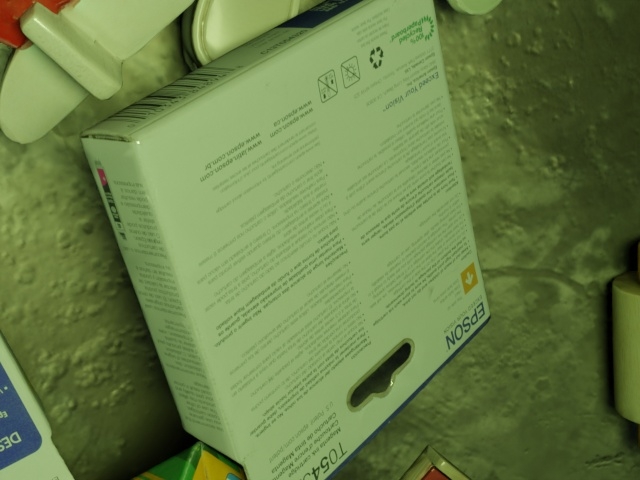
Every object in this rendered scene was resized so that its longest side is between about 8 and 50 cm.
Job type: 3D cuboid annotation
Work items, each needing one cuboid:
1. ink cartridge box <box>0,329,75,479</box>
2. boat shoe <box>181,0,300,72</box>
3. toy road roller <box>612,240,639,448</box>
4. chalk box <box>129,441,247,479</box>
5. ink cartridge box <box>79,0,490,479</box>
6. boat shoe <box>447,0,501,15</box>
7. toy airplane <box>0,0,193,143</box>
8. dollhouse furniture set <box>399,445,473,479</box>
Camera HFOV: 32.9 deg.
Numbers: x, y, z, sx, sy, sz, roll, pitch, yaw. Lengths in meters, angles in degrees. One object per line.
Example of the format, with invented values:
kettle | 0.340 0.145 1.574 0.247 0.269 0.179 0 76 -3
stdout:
ink cartridge box | -0.388 0.146 0.851 0.303 0.072 0.307 -26 108 -11
boat shoe | -0.036 -0.281 0.867 0.112 0.095 0.335 21 89 -22
toy road roller | 0.458 0.087 1.044 0.329 0.240 0.203 1 103 22
chalk box | -0.135 0.317 0.870 0.180 0.289 0.179 38 45 -21
ink cartridge box | 0.000 0.000 0.844 0.324 0.071 0.330 -37 124 -39
boat shoe | 0.127 -0.300 0.907 0.079 0.081 0.228 5 93 -31
toy airplane | -0.270 -0.247 0.731 0.386 0.272 0.384 -13 143 -22
dollhouse furniture set | 0.068 0.283 0.975 0.129 0.129 0.184 40 89 -19
